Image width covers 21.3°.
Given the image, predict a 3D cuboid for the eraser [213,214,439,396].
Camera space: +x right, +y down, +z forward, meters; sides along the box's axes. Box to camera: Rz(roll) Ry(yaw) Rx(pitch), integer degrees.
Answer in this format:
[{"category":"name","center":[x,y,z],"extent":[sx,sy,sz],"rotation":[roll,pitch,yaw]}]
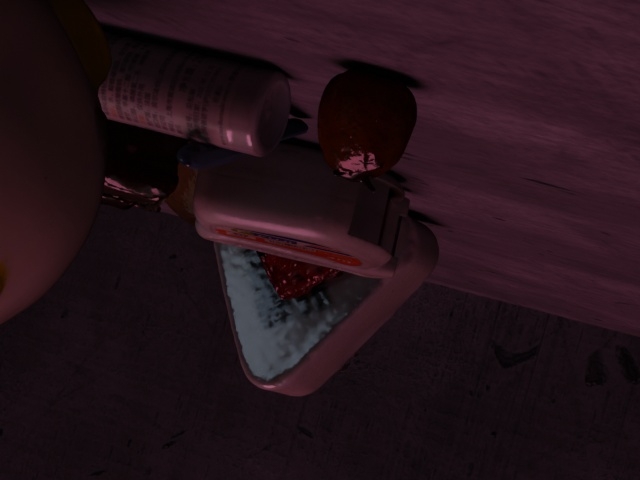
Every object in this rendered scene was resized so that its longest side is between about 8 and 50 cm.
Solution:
[{"category":"eraser","center":[-0.035,0.027,2.505],"extent":[0.331,0.331,0.150],"rotation":[15,175,25]}]

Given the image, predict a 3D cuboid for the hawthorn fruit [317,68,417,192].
[{"category":"hawthorn fruit","center":[0.035,-0.089,1.372],"extent":[0.081,0.093,0.081],"rotation":[15,175,1]}]

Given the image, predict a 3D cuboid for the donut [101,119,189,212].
[{"category":"donut","center":[-0.297,-0.123,2.046],"extent":[0.259,0.136,0.345],"rotation":[19,175,-9]}]

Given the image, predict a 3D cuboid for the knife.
[{"category":"knife","center":[-0.071,-0.097,1.634],"extent":[0.044,0.019,0.313],"rotation":[22,-164,16]}]

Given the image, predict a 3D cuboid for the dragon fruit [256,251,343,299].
[{"category":"dragon fruit","center":[-0.003,-0.014,2.367],"extent":[0.192,0.092,0.122],"rotation":[-27,141,14]}]

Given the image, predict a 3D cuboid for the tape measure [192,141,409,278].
[{"category":"tape measure","center":[-0.020,-0.045,2.070],"extent":[0.258,0.130,0.265],"rotation":[14,171,1]}]

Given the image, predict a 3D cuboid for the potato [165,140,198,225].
[{"category":"potato","center":[-0.126,-0.068,2.336],"extent":[0.299,0.116,0.239],"rotation":[12,170,34]}]

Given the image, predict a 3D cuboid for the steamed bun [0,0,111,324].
[{"category":"steamed bun","center":[-0.318,-0.075,1.315],"extent":[0.334,0.333,0.374],"rotation":[17,179,-10]}]

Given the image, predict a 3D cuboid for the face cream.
[{"category":"face cream","center":[-0.162,-0.143,1.546],"extent":[0.269,0.082,0.082],"rotation":[16,176,21]}]
